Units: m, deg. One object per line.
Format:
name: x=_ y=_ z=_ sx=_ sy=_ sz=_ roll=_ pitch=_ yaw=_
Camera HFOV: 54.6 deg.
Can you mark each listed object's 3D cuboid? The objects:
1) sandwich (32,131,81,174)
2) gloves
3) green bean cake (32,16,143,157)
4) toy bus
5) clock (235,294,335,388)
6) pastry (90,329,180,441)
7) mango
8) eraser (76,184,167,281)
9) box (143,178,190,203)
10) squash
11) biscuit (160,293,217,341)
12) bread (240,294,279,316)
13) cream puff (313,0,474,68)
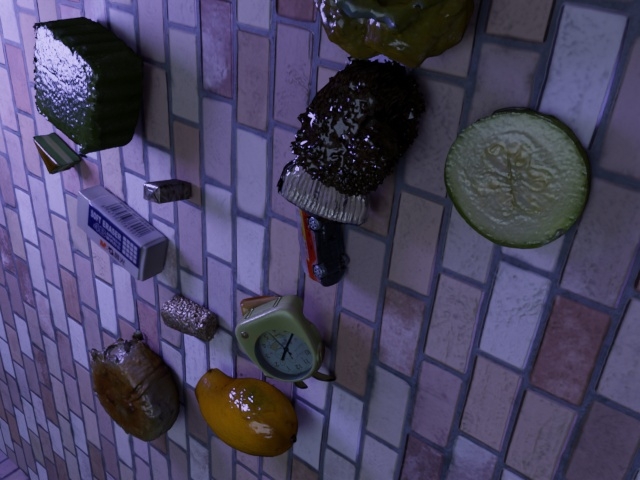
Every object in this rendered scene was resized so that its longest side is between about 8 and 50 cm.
sandwich: x=-0.721 y=-0.251 z=1.697 sx=0.074 sy=0.074 sz=0.116 roll=-21 pitch=95 yaw=46
gloves: x=0.050 y=-0.160 z=1.042 sx=0.210 sy=0.135 sz=0.312 roll=40 pitch=129 yaw=27
green bean cake: x=-0.529 y=-0.356 z=1.422 sx=0.250 sy=0.156 sz=0.247 roll=36 pitch=129 yaw=22
toy bus: x=0.000 y=0.000 z=1.208 sx=0.077 sy=0.079 sz=0.174 roll=18 pitch=123 yaw=43
clock: x=-0.067 y=0.240 z=1.359 sx=0.170 sy=0.069 sz=0.232 roll=-24 pitch=107 yaw=26
pastry: x=-0.554 y=0.446 z=1.855 sx=0.329 sy=0.136 sz=0.330 roll=18 pitch=123 yaw=31
mango: x=-0.188 y=0.427 z=1.535 sx=0.359 sy=0.144 sz=0.187 roll=2 pitch=100 yaw=46
eraser: x=-0.528 y=-0.023 z=1.639 sx=0.279 sy=0.081 sz=0.124 roll=36 pitch=131 yaw=21
box: x=-0.354 y=-0.115 z=1.433 sx=0.062 sy=0.098 sz=0.045 roll=16 pitch=111 yaw=36
squash: x=0.293 y=-0.090 z=0.934 sx=0.219 sy=0.041 sz=0.219 roll=19 pitch=123 yaw=33
biscuit: x=-0.338 y=0.201 z=1.600 sx=0.168 sy=0.070 sz=0.082 roll=19 pitch=131 yaw=30
bread: x=-0.130 y=0.151 z=1.416 sx=0.062 sy=0.103 sz=0.049 roll=-136 pitch=38 yaw=-81
cream puff: x=0.087 y=-0.377 z=0.870 sx=0.281 sy=0.185 sz=0.282 roll=21 pitch=124 yaw=35
